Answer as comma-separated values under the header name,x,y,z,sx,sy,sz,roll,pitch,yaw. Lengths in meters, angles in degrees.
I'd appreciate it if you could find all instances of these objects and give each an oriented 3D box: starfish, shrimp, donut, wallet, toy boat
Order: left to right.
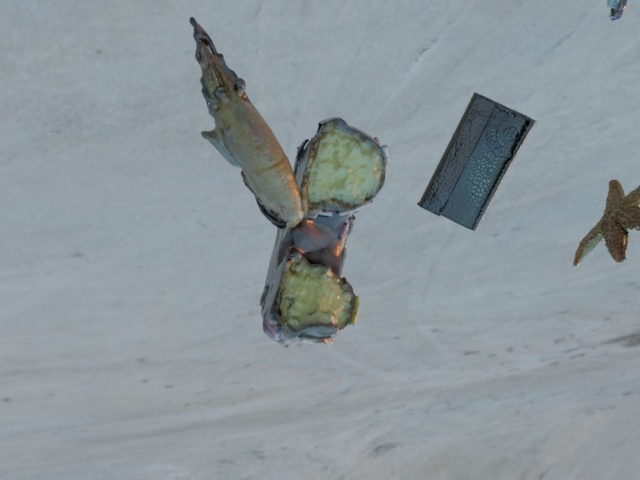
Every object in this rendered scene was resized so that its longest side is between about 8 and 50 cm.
name,x,y,z,sx,sy,sz,roll,pitch,yaw
shrimp,-0.106,-0.124,0.725,0.066,0.262,0.117,-29,179,-32
donut,-0.002,-0.003,0.970,0.136,0.345,0.259,15,174,-8
wallet,0.299,-0.147,1.196,0.132,0.243,0.039,25,-161,0
toy boat,0.602,-0.484,1.262,0.038,0.083,0.038,13,169,3
starfish,0.564,-0.036,1.177,0.043,0.227,0.241,32,117,-6
